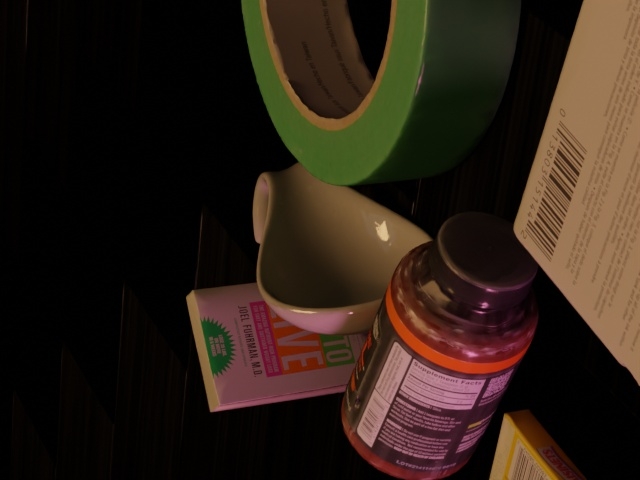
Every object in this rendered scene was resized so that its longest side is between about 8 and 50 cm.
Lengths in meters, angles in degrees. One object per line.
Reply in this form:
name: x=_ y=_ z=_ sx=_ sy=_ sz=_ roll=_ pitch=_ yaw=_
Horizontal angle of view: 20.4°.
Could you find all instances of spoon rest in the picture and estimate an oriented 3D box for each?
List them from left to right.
spoon rest: x=0.000 y=0.000 z=1.381 sx=0.276 sy=0.137 sz=0.084 roll=-136 pitch=31 yaw=-66

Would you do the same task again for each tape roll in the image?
tape roll: x=0.033 y=-0.202 z=1.305 sx=0.321 sy=0.077 sz=0.321 roll=25 pitch=118 yaw=61

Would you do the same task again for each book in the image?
book: x=-0.029 y=0.079 z=1.429 sx=0.035 sy=0.144 sz=0.096 roll=140 pitch=120 yaw=-61

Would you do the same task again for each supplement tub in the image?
supplement tub: x=0.086 y=0.071 z=1.226 sx=0.106 sy=0.106 sz=0.198 roll=64 pitch=148 yaw=36

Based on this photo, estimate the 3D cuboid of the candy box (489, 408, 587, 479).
candy box: x=0.169 y=0.213 z=1.174 sx=0.206 sy=0.027 sz=0.105 roll=-128 pitch=36 yaw=-49

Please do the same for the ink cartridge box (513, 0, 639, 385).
ink cartridge box: x=0.220 y=-0.046 z=0.950 sx=0.261 sy=0.066 sz=0.296 roll=-123 pitch=35 yaw=-43
